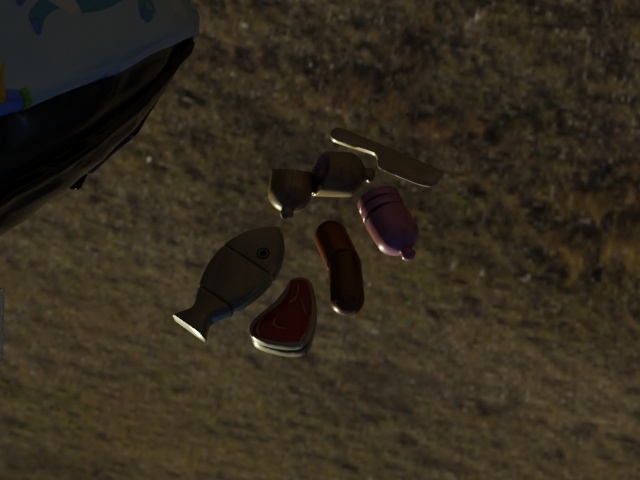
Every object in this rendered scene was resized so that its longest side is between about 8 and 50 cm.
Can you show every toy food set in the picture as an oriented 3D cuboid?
[{"bbox_3d":[0.000,0.000,0.520,0.078,0.122,0.019,24,152,18],"label":"toy food set"}]

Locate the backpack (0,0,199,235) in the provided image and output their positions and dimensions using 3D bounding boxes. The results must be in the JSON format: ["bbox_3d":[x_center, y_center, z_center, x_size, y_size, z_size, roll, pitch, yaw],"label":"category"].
[{"bbox_3d":[-0.214,-0.064,0.459,0.356,0.273,0.290,-16,173,-34],"label":"backpack"}]

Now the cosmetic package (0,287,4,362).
[{"bbox_3d":[-0.337,0.060,0.810,0.099,0.060,0.239,13,-168,39],"label":"cosmetic package"}]
